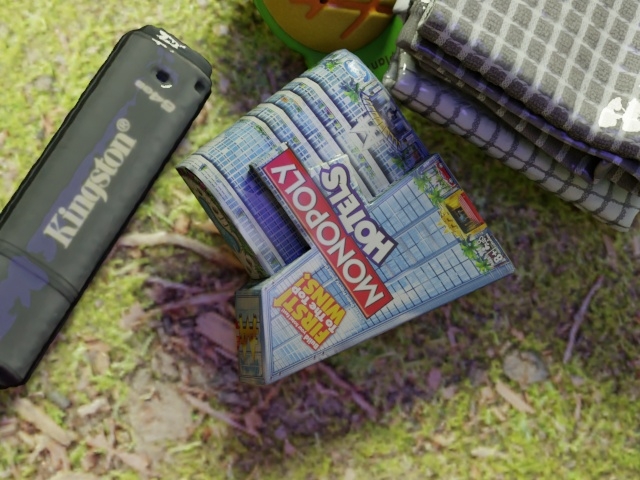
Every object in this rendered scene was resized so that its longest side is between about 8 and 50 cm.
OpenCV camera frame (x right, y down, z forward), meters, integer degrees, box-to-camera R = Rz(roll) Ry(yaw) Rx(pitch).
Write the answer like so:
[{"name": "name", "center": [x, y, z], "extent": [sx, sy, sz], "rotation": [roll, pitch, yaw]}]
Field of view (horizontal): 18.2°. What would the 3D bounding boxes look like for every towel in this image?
[{"name": "towel", "center": [0.190, -0.182, 1.421], "extent": [0.235, 0.121, 0.284], "rotation": [30, 64, -17]}]

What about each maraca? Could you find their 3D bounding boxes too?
[{"name": "maraca", "center": [0.011, -0.181, 1.421], "extent": [0.127, 0.099, 0.186], "rotation": [-29, 107, -19]}]

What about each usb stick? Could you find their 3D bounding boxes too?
[{"name": "usb stick", "center": [-0.166, -0.025, 1.352], "extent": [0.077, 0.045, 0.278], "rotation": [32, 68, -1]}]

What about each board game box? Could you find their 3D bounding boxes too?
[{"name": "board game box", "center": [0.000, 0.000, 1.358], "extent": [0.194, 0.060, 0.194], "rotation": [-38, 100, -18]}]
